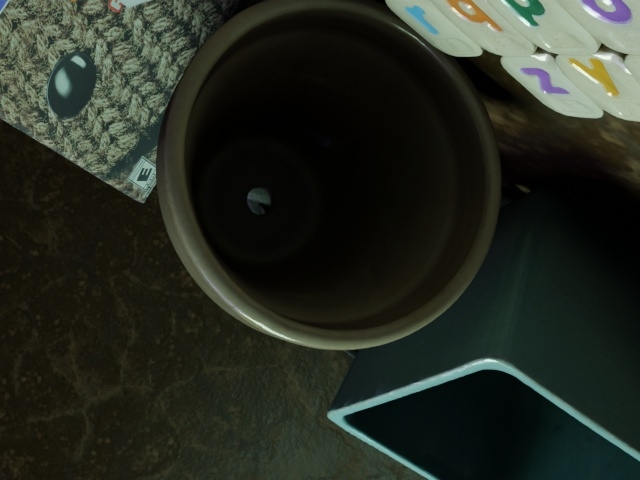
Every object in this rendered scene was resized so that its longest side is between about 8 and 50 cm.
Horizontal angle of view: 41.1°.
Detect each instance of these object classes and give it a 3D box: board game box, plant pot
[{"bbox_3d":[-0.182,-0.192,0.630,0.141,0.232,0.291,31,177,19],"label":"board game box"},{"bbox_3d":[-0.023,-0.044,0.711,0.263,0.263,0.229,34,164,-17],"label":"plant pot"},{"bbox_3d":[0.201,0.098,0.835,0.248,0.252,0.247,34,145,-18],"label":"plant pot"}]

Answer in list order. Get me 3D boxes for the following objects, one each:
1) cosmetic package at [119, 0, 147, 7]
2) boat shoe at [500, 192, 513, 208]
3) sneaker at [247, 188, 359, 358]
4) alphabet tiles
[{"bbox_3d":[-0.152,-0.245,0.258,0.366,0.155,0.197,35,175,-27],"label":"cosmetic package"},{"bbox_3d":[0.179,-0.032,1.028,0.070,0.077,0.219,-2,-172,-27],"label":"boat shoe"},{"bbox_3d":[0.000,0.000,1.335,0.482,0.185,0.202,49,-165,10],"label":"sneaker"},{"bbox_3d":[0.099,-0.147,0.457,0.278,0.021,0.284,33,177,-26],"label":"alphabet tiles"}]
